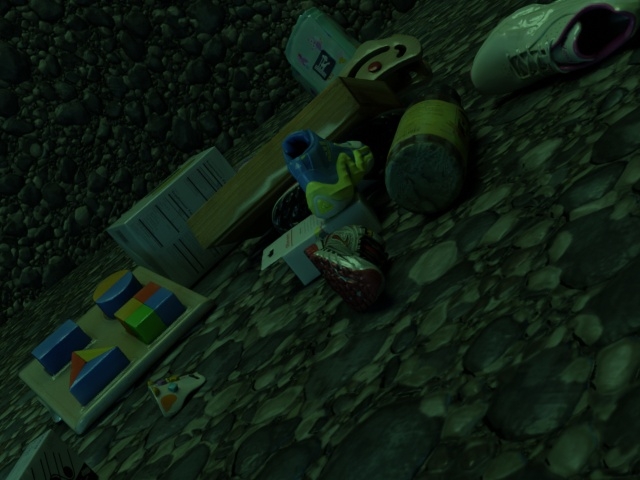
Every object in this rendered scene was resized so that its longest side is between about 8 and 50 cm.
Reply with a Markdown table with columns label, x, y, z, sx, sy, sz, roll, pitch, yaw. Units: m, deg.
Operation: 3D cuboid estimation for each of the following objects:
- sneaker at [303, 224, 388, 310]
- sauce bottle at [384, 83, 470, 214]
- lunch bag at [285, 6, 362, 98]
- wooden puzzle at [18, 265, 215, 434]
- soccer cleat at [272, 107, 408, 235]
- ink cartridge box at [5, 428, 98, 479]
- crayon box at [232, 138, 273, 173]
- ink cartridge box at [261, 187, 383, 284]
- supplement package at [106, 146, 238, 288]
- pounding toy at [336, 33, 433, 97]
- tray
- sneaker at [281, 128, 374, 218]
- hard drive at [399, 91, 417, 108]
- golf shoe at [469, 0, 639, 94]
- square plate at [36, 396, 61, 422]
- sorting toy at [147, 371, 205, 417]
| label | x | y | z | sx | sy | sz | roll | pitch | yaw |
| --- | --- | --- | --- | --- | --- | --- | --- | --- | --- |
| sneaker | 0.041 | 0.019 | 1.003 | 0.093 | 0.088 | 0.225 | -38 | 15 | -2 |
| sauce bottle | 0.167 | -0.155 | 1.172 | 0.111 | 0.111 | 0.344 | -31 | 18 | 26 |
| lunch bag | 0.040 | -0.398 | 1.818 | 0.160 | 0.223 | 0.262 | -41 | -10 | -7 |
| wooden puzzle | -0.399 | 0.173 | 1.471 | 0.322 | 0.080 | 0.348 | -45 | 31 | -22 |
| soccer cleat | 0.048 | -0.125 | 1.389 | 0.318 | 0.108 | 0.116 | -39 | 10 | 9 |
| ink cartridge box | -0.356 | 0.337 | 0.983 | 0.046 | 0.097 | 0.207 | -35 | 16 | 16 |
| crayon box | -0.141 | -0.194 | 2.066 | 0.278 | 0.081 | 0.165 | -29 | 17 | 32 |
| ink cartridge box | 0.000 | 0.000 | 1.202 | 0.181 | 0.061 | 0.104 | -35 | 15 | 9 |
| supplement package | -0.298 | -0.042 | 1.761 | 0.263 | 0.198 | 0.199 | -44 | 15 | -21 |
| pounding toy | 0.147 | -0.314 | 1.611 | 0.154 | 0.155 | 0.269 | 19 | 65 | 40 |
| tray | -0.046 | -0.137 | 1.465 | 0.411 | 0.076 | 0.203 | -39 | -11 | 27 |
| sneaker | 0.011 | -0.132 | 1.202 | 0.091 | 0.126 | 0.240 | -30 | 17 | 20 |
| hard drive | 0.060 | -0.206 | 1.709 | 0.307 | 0.040 | 0.203 | -29 | 18 | 30 |
| golf shoe | 0.344 | -0.295 | 1.176 | 0.306 | 0.115 | 0.140 | -27 | 22 | 40 |
| square plate | -0.453 | 0.218 | 1.659 | 0.347 | 0.049 | 0.344 | -44 | 16 | -21 |
| sorting toy | -0.203 | 0.210 | 1.128 | 0.075 | 0.044 | 0.083 | -23 | 9 | -20 |
